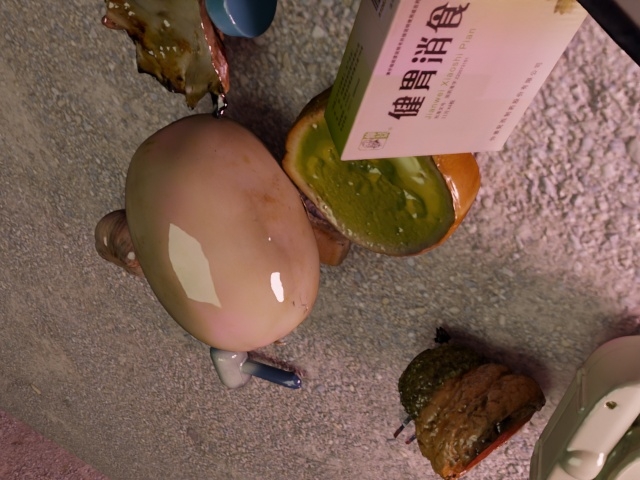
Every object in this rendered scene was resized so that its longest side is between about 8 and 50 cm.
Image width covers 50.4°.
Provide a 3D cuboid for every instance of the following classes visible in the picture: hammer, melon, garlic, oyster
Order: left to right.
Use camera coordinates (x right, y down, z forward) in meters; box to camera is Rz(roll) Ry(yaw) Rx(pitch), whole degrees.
[{"bbox_3d":[-0.324,0.004,1.201,0.147,0.102,0.159,44,157,-29],"label":"garlic"},{"bbox_3d":[-0.180,-0.312,0.753,0.221,0.096,0.361,25,141,28],"label":"oyster"},{"bbox_3d":[-0.122,-0.004,0.873,0.223,0.223,0.317,-12,108,47],"label":"melon"},{"bbox_3d":[-0.119,0.249,1.305,0.193,0.069,0.116,11,134,27],"label":"hammer"}]

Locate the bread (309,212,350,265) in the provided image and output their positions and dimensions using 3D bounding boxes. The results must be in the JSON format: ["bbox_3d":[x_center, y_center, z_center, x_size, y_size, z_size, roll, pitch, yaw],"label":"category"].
[{"bbox_3d":[0.000,0.000,0.965,0.083,0.035,0.070,25,142,10],"label":"bread"}]

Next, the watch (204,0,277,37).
[{"bbox_3d":[-0.016,-0.290,0.573,0.193,0.211,0.211,3,131,25],"label":"watch"}]

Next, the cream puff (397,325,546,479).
[{"bbox_3d":[0.189,0.210,0.935,0.169,0.183,0.183,50,150,27],"label":"cream puff"}]

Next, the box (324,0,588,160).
[{"bbox_3d":[0.120,-0.176,0.565,0.260,0.175,0.062,112,146,-53],"label":"box"}]

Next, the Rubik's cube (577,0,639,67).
[{"bbox_3d":[0.231,-0.264,0.260,0.307,0.305,0.310,44,143,-6],"label":"Rubik's cube"}]

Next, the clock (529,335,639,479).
[{"bbox_3d":[0.417,0.262,0.748,0.324,0.108,0.265,19,121,9],"label":"clock"}]

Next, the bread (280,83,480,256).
[{"bbox_3d":[0.065,-0.081,0.794,0.236,0.070,0.236,24,142,20],"label":"bread"}]

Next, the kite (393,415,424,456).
[{"bbox_3d":[0.188,0.311,1.139,0.127,0.016,0.229,36,143,11],"label":"kite"}]
